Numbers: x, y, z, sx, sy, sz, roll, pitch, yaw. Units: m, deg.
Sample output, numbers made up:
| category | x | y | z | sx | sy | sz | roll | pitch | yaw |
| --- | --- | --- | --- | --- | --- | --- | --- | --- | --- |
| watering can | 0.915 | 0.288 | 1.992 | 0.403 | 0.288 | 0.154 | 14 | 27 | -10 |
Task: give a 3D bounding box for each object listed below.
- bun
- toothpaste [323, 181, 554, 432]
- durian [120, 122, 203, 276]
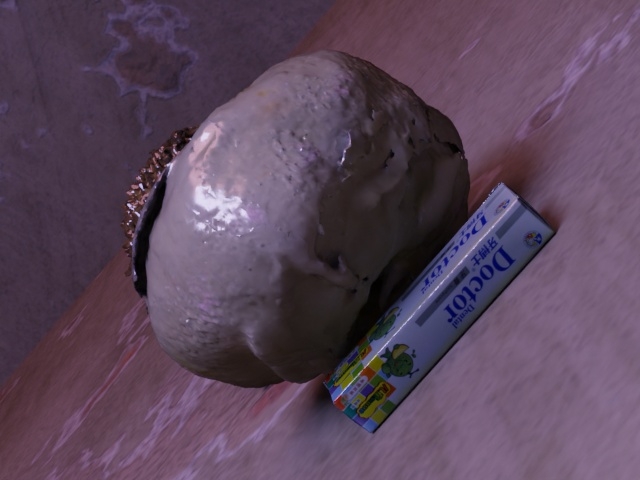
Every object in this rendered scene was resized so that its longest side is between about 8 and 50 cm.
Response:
| category | x | y | z | sx | sy | sz | roll | pitch | yaw |
| --- | --- | --- | --- | --- | --- | --- | --- | --- | --- |
| bun | 0.000 | 0.000 | 0.959 | 0.239 | 0.141 | 0.239 | -39 | -26 | -23 |
| toothpaste | 0.068 | 0.040 | 0.897 | 0.164 | 0.034 | 0.046 | -48 | 15 | 7 |
| durian | -0.066 | 0.002 | 1.231 | 0.196 | 0.196 | 0.167 | -51 | 2 | -7 |
